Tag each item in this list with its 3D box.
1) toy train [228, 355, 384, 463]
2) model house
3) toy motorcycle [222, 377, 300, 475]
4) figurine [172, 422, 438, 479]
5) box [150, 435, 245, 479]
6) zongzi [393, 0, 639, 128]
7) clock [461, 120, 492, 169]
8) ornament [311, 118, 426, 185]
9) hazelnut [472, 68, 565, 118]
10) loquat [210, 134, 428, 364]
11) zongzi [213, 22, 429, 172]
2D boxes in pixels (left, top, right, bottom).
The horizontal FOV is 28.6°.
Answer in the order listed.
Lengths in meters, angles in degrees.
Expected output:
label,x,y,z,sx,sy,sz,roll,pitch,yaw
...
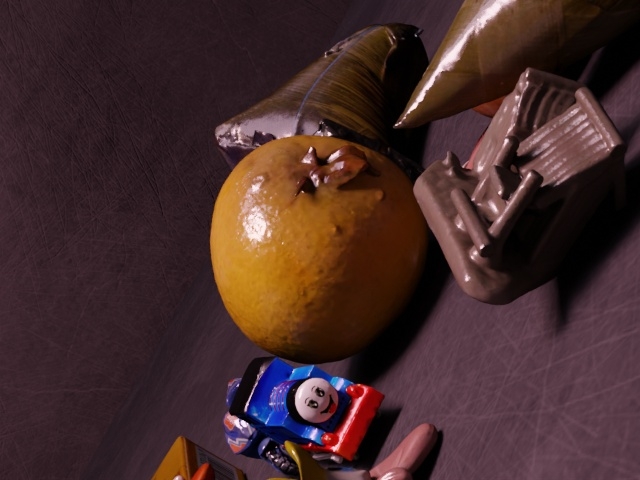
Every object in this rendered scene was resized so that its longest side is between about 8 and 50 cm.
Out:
label,x,y,z,sx,sy,sz,roll,pitch,yaw
toy train,-0.016,0.189,1.401,0.083,0.131,0.204,-60,11,-16
model house,0.192,-0.061,1.142,0.188,0.122,0.229,-56,26,25
toy motorcycle,-0.072,0.232,1.571,0.076,0.114,0.205,-57,11,8
figurine,-0.070,0.309,1.180,0.421,0.193,0.154,-45,15,17
box,-0.190,0.427,1.553,0.264,0.115,0.415,-56,11,0
zongzi,0.242,-0.250,1.252,0.360,0.160,0.323,-42,4,-15
clock,0.203,-0.091,1.330,0.166,0.092,0.162,-56,8,14
ornament,0.020,-0.028,1.682,0.236,0.202,0.080,-54,18,35
hazelnut,0.221,-0.218,1.469,0.143,0.143,0.154,-111,45,-76
loquat,0.000,0.000,1.499,0.275,0.275,0.275,-54,11,16
zongzi,0.109,-0.181,1.938,0.403,0.208,0.432,-42,35,-25
